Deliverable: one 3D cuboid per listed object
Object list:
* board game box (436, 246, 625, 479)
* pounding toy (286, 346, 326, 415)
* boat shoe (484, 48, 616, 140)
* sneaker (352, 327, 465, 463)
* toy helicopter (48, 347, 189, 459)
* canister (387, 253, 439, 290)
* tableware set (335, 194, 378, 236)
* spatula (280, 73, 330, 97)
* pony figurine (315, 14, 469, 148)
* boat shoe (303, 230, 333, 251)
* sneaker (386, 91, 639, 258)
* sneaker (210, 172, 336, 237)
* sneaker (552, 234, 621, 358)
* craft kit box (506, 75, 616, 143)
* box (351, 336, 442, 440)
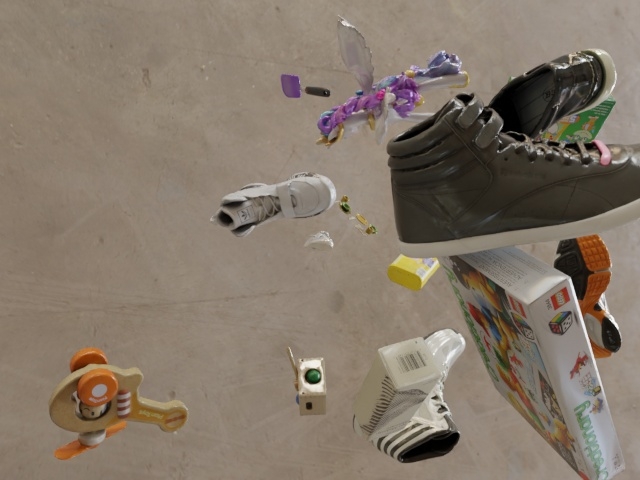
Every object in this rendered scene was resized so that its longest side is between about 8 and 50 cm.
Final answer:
[{"bbox_3d":[0.242,0.127,0.577,0.053,0.193,0.305,-32,116,-3],"label":"board game box"},{"bbox_3d":[-0.038,0.371,1.277,0.100,0.141,0.130,-2,46,-2],"label":"pounding toy"},{"bbox_3d":[0.343,-0.219,0.862,0.113,0.340,0.127,-13,88,-19],"label":"boat shoe"},{"bbox_3d":[0.331,0.456,1.379,0.447,0.257,0.169,-38,129,-24],"label":"sneaker"},{"bbox_3d":[-0.493,0.431,1.203,0.355,0.140,0.235,32,86,-39],"label":"toy helicopter"},{"bbox_3d":[0.303,0.076,1.525,0.170,0.126,0.073,-39,141,-40],"label":"canister"},{"bbox_3d":[0.112,-0.076,1.461,0.154,0.024,0.104,50,24,15],"label":"tableware set"},{"bbox_3d":[-0.053,-0.525,1.675,0.030,0.296,0.084,-21,121,-26],"label":"spatula"},{"bbox_3d":[0.166,-0.355,1.196,0.363,0.351,0.303,-15,72,-8],"label":"pony figurine"},{"bbox_3d":[0.000,0.000,1.582,0.066,0.184,0.063,23,78,-12],"label":"boat shoe"},{"bbox_3d":[0.196,-0.082,0.463,0.147,0.295,0.105,67,26,-19],"label":"sneaker"},{"bbox_3d":[-0.144,-0.097,1.403,0.210,0.365,0.138,-40,120,-52],"label":"sneaker"},{"bbox_3d":[0.500,0.088,0.932,0.121,0.099,0.263,-51,128,-67],"label":"sneaker"},{"bbox_3d":[0.554,-0.270,1.217,0.249,0.247,0.061,9,47,1],"label":"craft kit box"},{"bbox_3d":[0.157,0.329,1.049,0.113,0.275,0.094,-11,51,-19],"label":"box"}]
